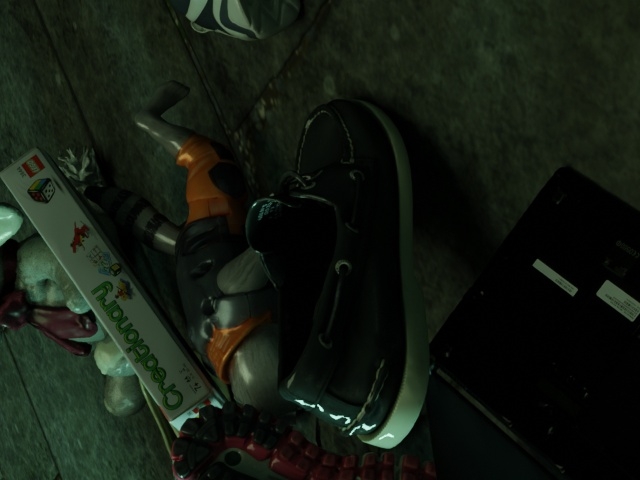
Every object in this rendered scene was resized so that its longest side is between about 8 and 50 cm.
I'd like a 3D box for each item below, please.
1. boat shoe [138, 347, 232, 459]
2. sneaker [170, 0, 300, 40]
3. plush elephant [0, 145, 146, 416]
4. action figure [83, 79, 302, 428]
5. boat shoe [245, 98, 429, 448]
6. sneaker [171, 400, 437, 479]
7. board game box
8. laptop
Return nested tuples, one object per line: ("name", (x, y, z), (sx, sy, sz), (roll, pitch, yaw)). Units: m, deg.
("boat shoe", (-0.136, 0.267, 1.615), (0.104, 0.089, 0.285), (-3, 103, 60))
("sneaker", (-0.109, -0.289, 1.257), (0.153, 0.094, 0.235), (1, 116, 51))
("plush elephant", (-0.356, 0.063, 1.681), (0.272, 0.255, 0.330), (125, 130, -75))
("action figure", (-0.096, 0.060, 1.353), (0.330, 0.178, 0.341), (-123, 32, -44))
("boat shoe", (-0.002, 0.003, 1.089), (0.127, 0.113, 0.340), (126, 150, -43))
("sneaker", (0.017, 0.230, 1.214), (0.299, 0.121, 0.112), (25, 155, 6))
("board game box", (-0.189, 0.065, 1.392), (0.305, 0.053, 0.193), (52, 174, 20))
("laptop", (0.192, 0.128, 0.967), (0.264, 0.136, 0.234), (-55, 46, 5))
